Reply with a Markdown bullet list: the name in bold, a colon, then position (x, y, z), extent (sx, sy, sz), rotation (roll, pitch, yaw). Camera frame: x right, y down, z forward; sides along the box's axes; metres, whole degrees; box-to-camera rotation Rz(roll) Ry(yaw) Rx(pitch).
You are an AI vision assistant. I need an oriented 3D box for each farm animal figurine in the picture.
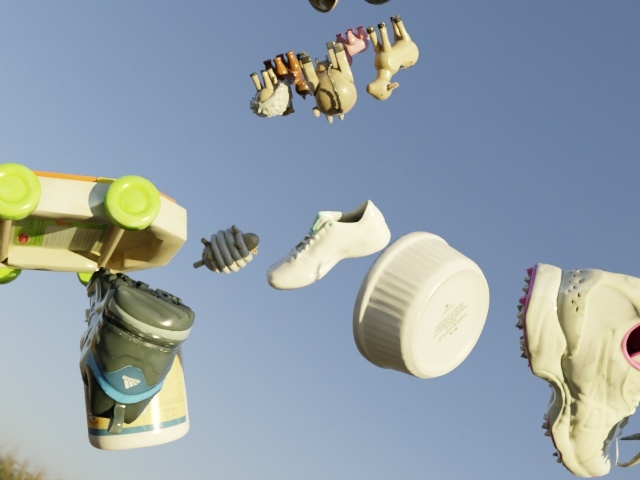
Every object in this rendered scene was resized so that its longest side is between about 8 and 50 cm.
- **farm animal figurine**: position (0.041, -0.334, 1.714), extent (0.331, 0.326, 0.172), rotation (-15, -72, 16)

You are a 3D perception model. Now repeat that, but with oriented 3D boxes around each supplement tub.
- **supplement tub**: position (-0.271, 0.192, 1.183), extent (0.145, 0.199, 0.144), rotation (-6, -3, 0)

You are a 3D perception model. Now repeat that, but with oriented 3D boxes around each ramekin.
- **ramekin**: position (0.196, 0.128, 1.501), extent (0.127, 0.273, 0.272), rotation (24, -25, 43)

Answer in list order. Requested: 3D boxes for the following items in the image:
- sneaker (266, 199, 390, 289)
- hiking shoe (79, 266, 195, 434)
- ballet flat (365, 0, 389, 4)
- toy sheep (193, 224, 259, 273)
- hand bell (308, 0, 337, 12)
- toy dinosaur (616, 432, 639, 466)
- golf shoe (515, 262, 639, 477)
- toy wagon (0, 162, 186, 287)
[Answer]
- **sneaker**: position (0.000, 0.000, 1.298), extent (0.094, 0.212, 0.080), rotation (63, 1, -36)
- **hiking shoe**: position (-0.217, 0.107, 0.878), extent (0.113, 0.132, 0.304), rotation (24, -5, -11)
- **ballet flat**: position (0.107, -0.407, 1.209), extent (0.058, 0.049, 0.173), rotation (21, -24, -12)
- **toy sheep**: position (-0.173, 0.019, 1.485), extent (0.132, 0.091, 0.091), rotation (-19, -42, 6)
- **hand bell**: position (0.092, -0.597, 1.821), extent (0.126, 0.242, 0.126), rotation (36, -42, 41)
- **toy dinosaur**: position (0.450, 0.136, 0.830), extent (0.160, 0.313, 0.121), rotation (27, 4, 13)
- **golf shoe**: position (0.299, 0.150, 0.853), extent (0.140, 0.115, 0.306), rotation (-5, -49, 25)
- **toy wagon**: position (-0.330, -0.015, 0.906), extent (0.345, 0.068, 0.267), rotation (5, -20, -22)
